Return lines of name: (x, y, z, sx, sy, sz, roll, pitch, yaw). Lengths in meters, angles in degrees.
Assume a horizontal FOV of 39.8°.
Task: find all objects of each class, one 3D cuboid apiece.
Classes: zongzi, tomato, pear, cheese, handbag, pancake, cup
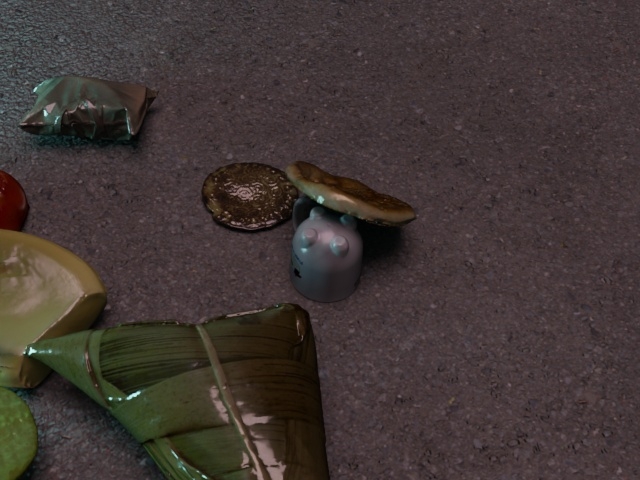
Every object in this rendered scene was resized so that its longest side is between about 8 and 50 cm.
zongzi: (-0.219, 0.341, 1.301, 0.466, 0.218, 0.500, -7, 48, -2)
tomato: (-0.676, -0.068, 1.681, 0.228, 0.101, 0.228, 4, 49, -5)
pear: (-0.558, 0.319, 1.345, 0.239, 0.139, 0.288, -16, 48, -35)
cheese: (-0.546, 0.094, 1.533, 0.316, 0.128, 0.259, 30, 56, 22)
handbag: (-0.485, -0.271, 1.852, 0.270, 0.117, 0.182, 2, 36, -2)
pancake: (-0.142, -0.091, 1.784, 0.199, 0.021, 0.199, 2, 50, -2)
cup: (0.012, 0.003, 1.637, 0.134, 0.142, 0.173, 2, 49, -1)
pancake: (0.059, -0.084, 1.672, 0.282, 0.049, 0.282, 19, 12, -4)
